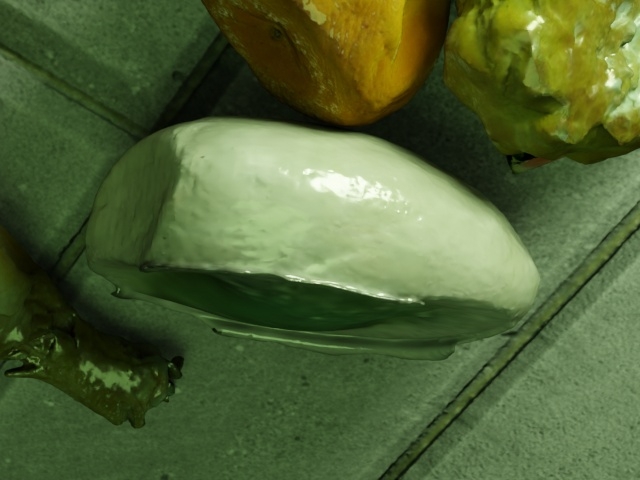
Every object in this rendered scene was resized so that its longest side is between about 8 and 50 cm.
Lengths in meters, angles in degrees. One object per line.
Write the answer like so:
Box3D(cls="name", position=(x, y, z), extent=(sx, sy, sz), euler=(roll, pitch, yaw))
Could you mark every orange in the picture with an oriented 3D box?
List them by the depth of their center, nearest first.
Box3D(cls="orange", position=(0.004, -0.229, 1.512), extent=(0.249, 0.183, 0.249), euler=(38, 161, 16))

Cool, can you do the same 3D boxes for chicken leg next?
Box3D(cls="chicken leg", position=(-0.317, 0.076, 1.785), extent=(0.429, 0.153, 0.201), euler=(33, 120, -25))

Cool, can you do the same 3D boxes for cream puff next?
Box3D(cls="cream puff", position=(0.210, -0.196, 1.516), extent=(0.185, 0.282, 0.282), euler=(11, 139, 52))

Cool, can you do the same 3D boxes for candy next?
Box3D(cls="candy", position=(0.000, 0.000, 1.632), extent=(0.427, 0.186, 0.386), euler=(15, 163, -10))

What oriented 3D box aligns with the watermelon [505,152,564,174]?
Box3D(cls="watermelon", position=(0.241, -0.106, 1.636), extent=(0.163, 0.069, 0.087), euler=(-20, 119, 21))
